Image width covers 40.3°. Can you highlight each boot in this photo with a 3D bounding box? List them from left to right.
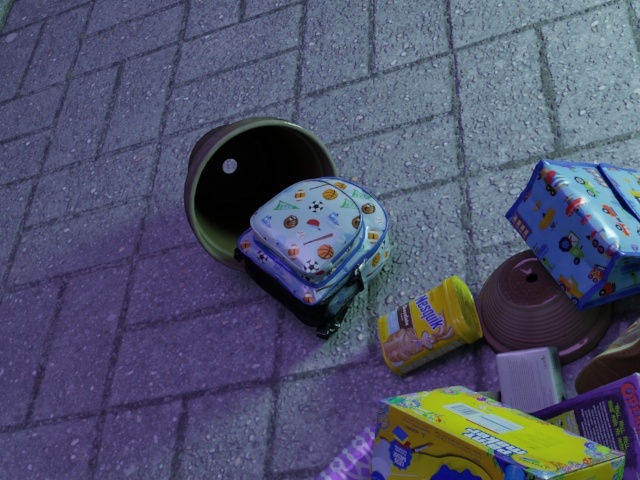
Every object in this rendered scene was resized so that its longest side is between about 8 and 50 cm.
[{"bbox_3d":[0.529,0.150,1.376,0.095,0.262,0.203,44,41,9],"label":"boot"}]

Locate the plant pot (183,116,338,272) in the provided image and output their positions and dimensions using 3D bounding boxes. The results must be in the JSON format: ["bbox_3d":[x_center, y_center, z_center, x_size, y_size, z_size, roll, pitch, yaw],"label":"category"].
[{"bbox_3d":[-0.159,-0.130,1.876,0.323,0.323,0.280,-39,30,-5],"label":"plant pot"}]

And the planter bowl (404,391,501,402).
[{"bbox_3d":[0.215,0.302,1.411,0.162,0.162,0.109,-6,79,25],"label":"planter bowl"}]

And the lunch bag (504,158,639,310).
[{"bbox_3d":[0.502,-0.021,1.467,0.293,0.138,0.221,-6,48,-31],"label":"lunch bag"}]

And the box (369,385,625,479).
[{"bbox_3d":[0.222,0.383,1.188,0.290,0.177,0.279,16,103,49],"label":"box"}]

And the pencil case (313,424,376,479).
[{"bbox_3d":[0.046,0.403,1.460,0.206,0.086,0.088,-44,74,-7],"label":"pencil case"}]

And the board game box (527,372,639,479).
[{"bbox_3d":[0.404,0.379,1.192,0.208,0.056,0.347,-38,49,45],"label":"board game box"}]

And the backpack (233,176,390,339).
[{"bbox_3d":[0.000,0.000,1.691,0.276,0.213,0.263,40,63,22],"label":"backpack"}]

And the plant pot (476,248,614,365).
[{"bbox_3d":[0.377,0.092,1.508,0.237,0.110,0.237,-15,48,17],"label":"plant pot"}]

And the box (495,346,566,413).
[{"bbox_3d":[0.340,0.225,1.403,0.087,0.101,0.102,-11,80,22],"label":"box"}]

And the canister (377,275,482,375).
[{"bbox_3d":[0.192,0.155,1.560,0.170,0.073,0.126,-31,43,24],"label":"canister"}]
